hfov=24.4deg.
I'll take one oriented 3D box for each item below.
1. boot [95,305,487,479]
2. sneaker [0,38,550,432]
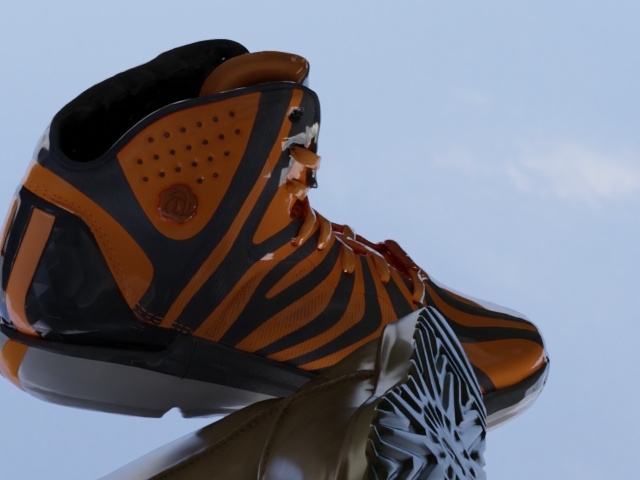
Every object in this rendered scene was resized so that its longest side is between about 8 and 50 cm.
[{"bbox_3d":[-0.059,0.146,0.639,0.089,0.269,0.236,60,-164,-8],"label":"boot"},{"bbox_3d":[0.000,0.000,0.757,0.321,0.180,0.124,6,-164,-31],"label":"sneaker"}]
